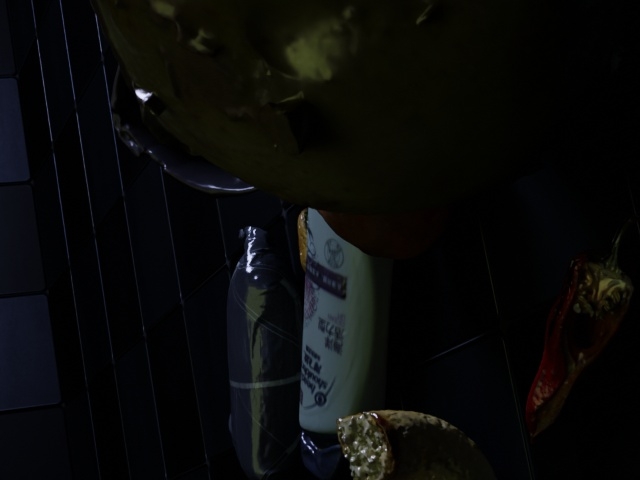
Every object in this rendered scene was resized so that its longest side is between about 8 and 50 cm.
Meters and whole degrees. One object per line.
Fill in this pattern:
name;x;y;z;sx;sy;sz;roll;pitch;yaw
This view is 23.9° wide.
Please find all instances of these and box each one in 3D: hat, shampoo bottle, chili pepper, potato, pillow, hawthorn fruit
hat;-0.067;-0.191;1.736;0.336;0.209;0.238;-30;87;48
shampoo bottle;0.031;0.090;1.615;0.134;0.078;0.359;35;126;57
chili pepper;0.210;0.069;1.206;0.050;0.059;0.268;-62;-11;-45
potato;0.058;-0.228;1.082;0.319;0.385;0.442;23;129;50
pillow;-0.068;0.149;1.858;0.161;0.092;0.335;-167;74;-71
hawthorn fruit;0.062;-0.069;1.409;0.189;0.149;0.149;100;154;-43

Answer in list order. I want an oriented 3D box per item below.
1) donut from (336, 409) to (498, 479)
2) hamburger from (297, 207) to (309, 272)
donut;0.105;0.244;1.392;0.085;0.141;0.217;-44;62;51
hamburger;0.000;0.000;1.693;0.076;0.044;0.083;-9;-89;-67
